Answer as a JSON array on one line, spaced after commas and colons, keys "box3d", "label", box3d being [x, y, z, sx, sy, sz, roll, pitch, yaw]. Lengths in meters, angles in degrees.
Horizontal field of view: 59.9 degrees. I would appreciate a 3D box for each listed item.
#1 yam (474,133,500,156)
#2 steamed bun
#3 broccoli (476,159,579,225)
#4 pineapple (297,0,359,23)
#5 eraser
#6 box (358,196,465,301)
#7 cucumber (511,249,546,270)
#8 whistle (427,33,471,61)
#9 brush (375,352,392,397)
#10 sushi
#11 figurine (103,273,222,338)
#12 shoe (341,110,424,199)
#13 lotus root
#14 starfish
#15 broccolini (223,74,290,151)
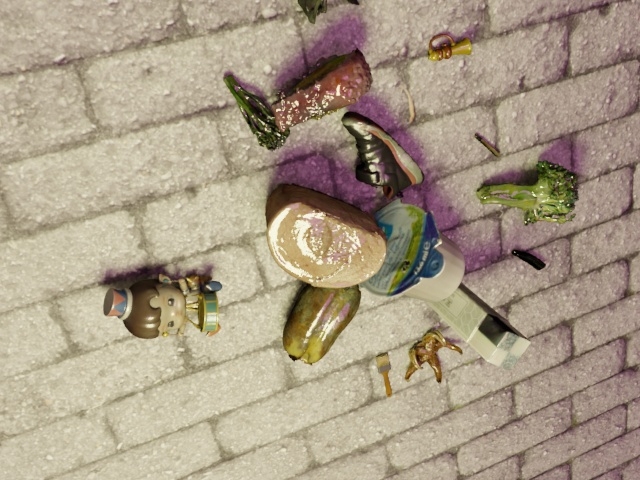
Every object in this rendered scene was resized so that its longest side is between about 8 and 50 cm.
[{"box3d": [0.465, -0.264, 1.546, 0.107, 0.014, 0.014, 32, 97, -27], "label": "yam"}, {"box3d": [0.000, 0.000, 1.350, 0.301, 0.251, 0.199, 21, 103, -16], "label": "steamed bun"}, {"box3d": [0.596, -0.125, 1.605, 0.274, 0.177, 0.198, -11, 154, 15], "label": "broccoli"}, {"box3d": [0.075, -0.606, 1.213, 0.310, 0.141, 0.170, -39, 143, 6], "label": "pineapple"}, {"box3d": [0.377, 0.181, 1.468, 0.098, 0.404, 0.096, 25, 102, -28], "label": "eraser"}, {"box3d": [0.266, 0.051, 1.431, 0.206, 0.291, 0.263, 23, 86, -39], "label": "box"}, {"box3d": [0.651, 0.057, 1.728, 0.134, 0.033, 0.034, 29, 96, -27], "label": "cucumber"}, {"box3d": [0.321, -0.485, 1.394, 0.109, 0.046, 0.057, -13, 129, -8], "label": "whistle"}, {"box3d": [0.203, 0.422, 1.723, 0.043, 0.014, 0.170, -18, 116, -11], "label": "brush"}, {"box3d": [0.014, -0.337, 1.252, 0.241, 0.161, 0.108, -41, 117, -22], "label": "sushi"}, {"box3d": [-0.374, 0.163, 1.332, 0.275, 0.158, 0.161, -3, 102, -19], "label": "figurine"}, {"box3d": [0.135, -0.208, 1.402, 0.137, 0.114, 0.291, -45, 122, 8], "label": "shoe"}, {"box3d": [0.000, 0.195, 1.483, 0.151, 0.160, 0.275, 34, 96, -3], "label": "lotus root"}, {"box3d": [0.338, 0.371, 1.716, 0.190, 0.074, 0.146, -45, 117, 1], "label": "starfish"}, {"box3d": [-0.154, -0.290, 1.287, 0.091, 0.068, 0.202, -34, 119, 28], "label": "broccolini"}]
